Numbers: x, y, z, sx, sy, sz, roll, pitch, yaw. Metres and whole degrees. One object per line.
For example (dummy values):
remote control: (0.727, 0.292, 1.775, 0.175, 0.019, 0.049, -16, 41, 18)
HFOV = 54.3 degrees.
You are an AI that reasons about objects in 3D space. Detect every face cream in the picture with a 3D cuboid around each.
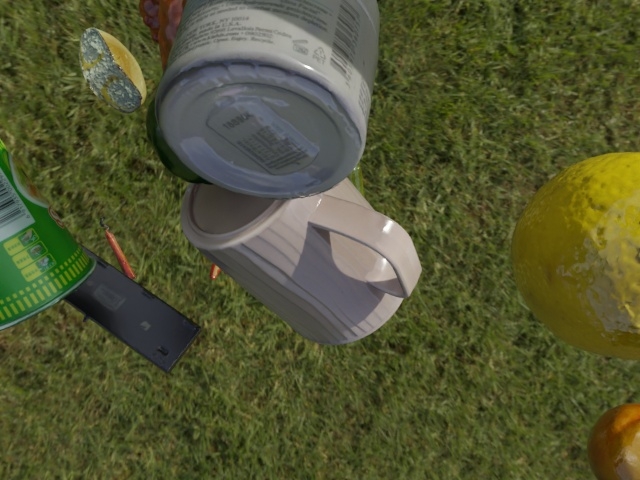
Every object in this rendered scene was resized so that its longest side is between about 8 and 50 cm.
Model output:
face cream: (-0.041, -0.143, 0.543, 0.177, 0.177, 0.153, 18, 59, -15)

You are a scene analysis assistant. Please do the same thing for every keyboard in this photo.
keyboard: (-0.356, 0.102, 1.051, 0.317, 0.027, 0.106, 34, 64, 6)

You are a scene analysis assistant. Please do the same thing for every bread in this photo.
bread: (-0.378, -0.317, 1.148, 0.083, 0.094, 0.157, -25, 117, 31)

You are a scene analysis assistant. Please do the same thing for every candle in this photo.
candle: (-0.489, 0.020, 1.494, 0.026, 0.021, 0.167, -28, 90, 29)

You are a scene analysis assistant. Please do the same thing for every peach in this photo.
peach: (0.425, 0.285, 0.829, 0.138, 0.138, 0.138, -3, 106, -10)

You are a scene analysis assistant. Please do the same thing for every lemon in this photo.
lemon: (0.448, 0.022, 0.936, 0.336, 0.336, 0.336, -3, 106, -10)

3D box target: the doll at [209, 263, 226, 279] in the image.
doll: (-0.199, -0.001, 1.391, 0.057, 0.109, 0.169, 18, 111, 25)

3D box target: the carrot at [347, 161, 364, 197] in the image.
carrot: (0.058, -0.080, 1.304, 0.074, 0.074, 0.358, -5, 101, -9)

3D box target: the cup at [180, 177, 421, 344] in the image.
cup: (-0.015, 0.012, 0.825, 0.208, 0.288, 0.273, -41, 133, 3)

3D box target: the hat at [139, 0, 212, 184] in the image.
hat: (-0.138, -0.274, 0.783, 0.285, 0.400, 0.285, 9, 137, 9)

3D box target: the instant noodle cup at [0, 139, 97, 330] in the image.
instant noodle cup: (-0.457, -0.018, 0.854, 0.207, 0.207, 0.232, -23, 113, -3)
